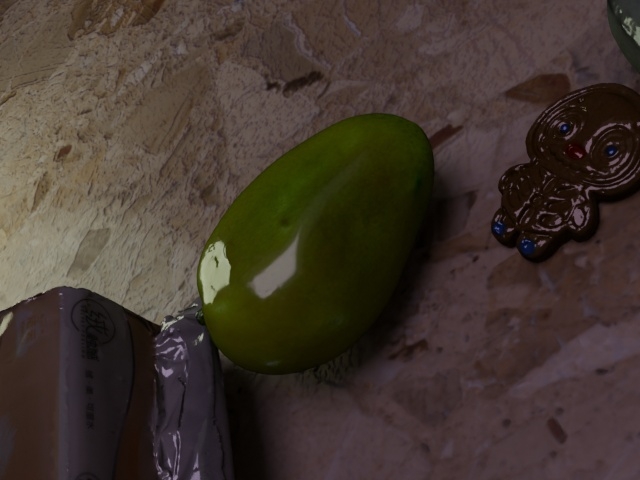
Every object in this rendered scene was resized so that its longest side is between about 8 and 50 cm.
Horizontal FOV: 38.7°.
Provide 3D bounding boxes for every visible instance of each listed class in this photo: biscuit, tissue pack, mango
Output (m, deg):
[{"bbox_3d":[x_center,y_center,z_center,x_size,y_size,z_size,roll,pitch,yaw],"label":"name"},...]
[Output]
[{"bbox_3d":[0.220,-0.063,0.799,0.175,0.026,0.124,-54,45,1],"label":"biscuit"},{"bbox_3d":[-0.181,0.204,0.844,0.238,0.238,0.305,-29,51,23],"label":"tissue pack"},{"bbox_3d":[-0.007,0.001,0.863,0.185,0.149,0.273,14,68,45],"label":"mango"}]

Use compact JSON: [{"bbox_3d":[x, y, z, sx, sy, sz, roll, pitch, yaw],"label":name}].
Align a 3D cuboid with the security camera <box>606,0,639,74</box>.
[{"bbox_3d":[0.385,-0.224,0.728,0.301,0.080,0.157,-30,48,10],"label":"security camera"}]
